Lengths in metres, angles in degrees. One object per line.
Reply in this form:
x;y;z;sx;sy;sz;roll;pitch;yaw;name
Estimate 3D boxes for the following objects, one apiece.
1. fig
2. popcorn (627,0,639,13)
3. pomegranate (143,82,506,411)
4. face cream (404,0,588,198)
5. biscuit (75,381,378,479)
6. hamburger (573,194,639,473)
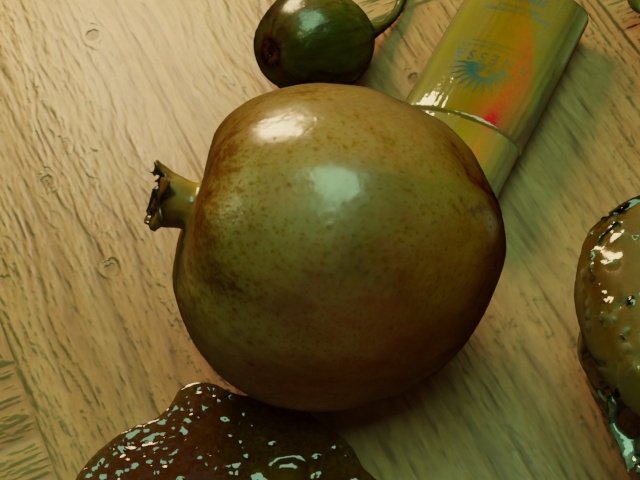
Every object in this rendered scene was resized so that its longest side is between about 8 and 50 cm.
0.030;-0.233;1.494;0.124;0.124;0.236;36;41;25;fig
0.453;-0.285;1.426;0.251;0.206;0.237;13;76;36;popcorn
0.000;0.000;1.189;0.319;0.319;0.319;-2;55;3;pomegranate
0.173;-0.160;1.435;0.139;0.067;0.285;18;59;19;face cream
-0.082;0.250;1.179;0.273;0.049;0.257;33;61;22;biscuit
0.386;0.100;1.162;0.318;0.195;0.277;-8;53;2;hamburger
